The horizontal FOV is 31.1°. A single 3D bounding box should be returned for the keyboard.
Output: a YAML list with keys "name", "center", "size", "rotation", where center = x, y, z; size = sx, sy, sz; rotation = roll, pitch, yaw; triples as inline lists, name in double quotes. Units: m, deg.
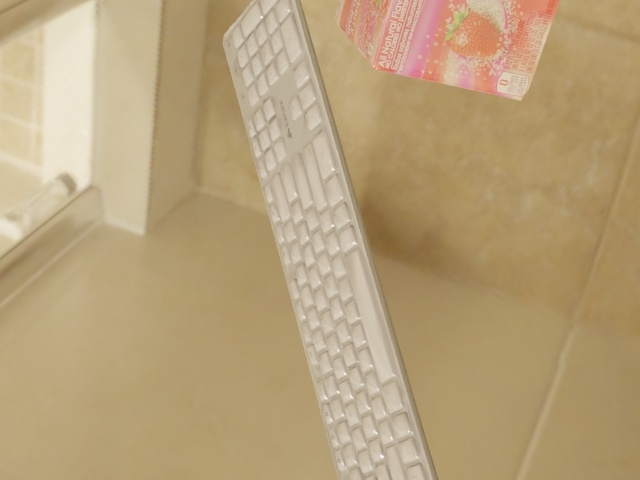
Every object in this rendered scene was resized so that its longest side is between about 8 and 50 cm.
- name: "keyboard"
  center: [0.000, 0.000, 0.532]
  size: [0.072, 0.014, 0.256]
  rotation: [-43, 59, 58]

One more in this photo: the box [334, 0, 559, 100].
- name: "box"
  center: [0.129, -0.286, 0.938]
  size: [0.142, 0.154, 0.300]
  rotation: [9, 114, -17]
